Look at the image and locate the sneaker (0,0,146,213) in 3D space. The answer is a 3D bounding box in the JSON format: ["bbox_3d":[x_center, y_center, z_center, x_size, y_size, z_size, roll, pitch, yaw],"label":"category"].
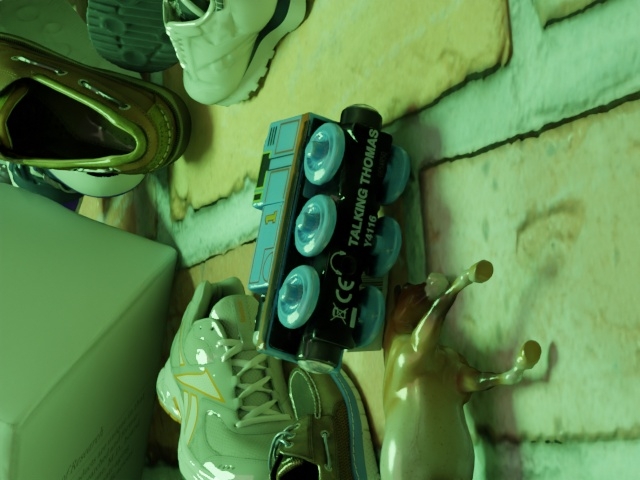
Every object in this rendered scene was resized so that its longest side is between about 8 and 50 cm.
[{"bbox_3d":[-0.245,-0.085,2.024,0.236,0.130,0.323,86,157,-43],"label":"sneaker"}]

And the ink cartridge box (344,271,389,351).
[{"bbox_3d":[0.014,0.029,1.404,0.115,0.029,0.063,-133,46,-63],"label":"ink cartridge box"}]

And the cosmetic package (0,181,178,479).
[{"bbox_3d":[-0.366,0.184,1.870,0.327,0.329,0.394,-53,-22,-54],"label":"cosmetic package"}]

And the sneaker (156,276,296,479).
[{"bbox_3d":[-0.066,0.112,1.547,0.262,0.099,0.121,-132,49,-60],"label":"sneaker"}]

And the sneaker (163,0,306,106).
[{"bbox_3d":[-0.085,-0.176,1.571,0.235,0.094,0.090,127,136,-62],"label":"sneaker"}]

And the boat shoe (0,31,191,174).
[{"bbox_3d":[-0.275,-0.125,1.801,0.104,0.307,0.111,-32,-53,-68],"label":"boat shoe"}]

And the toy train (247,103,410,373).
[{"bbox_3d":[0.000,0.000,1.317,0.105,0.080,0.184,-11,66,57],"label":"toy train"}]

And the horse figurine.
[{"bbox_3d":[0.079,0.130,1.180,0.174,0.066,0.263,145,124,-60],"label":"horse figurine"}]

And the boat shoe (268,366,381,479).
[{"bbox_3d":[0.000,0.155,1.397,0.183,0.066,0.066,-112,28,-44],"label":"boat shoe"}]

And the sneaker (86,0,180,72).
[{"bbox_3d":[-0.129,-0.285,1.710,0.319,0.112,0.131,112,170,-48],"label":"sneaker"}]

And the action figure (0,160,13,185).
[{"bbox_3d":[-0.336,-0.197,2.211,0.185,0.099,0.285,-49,-26,-57],"label":"action figure"}]
